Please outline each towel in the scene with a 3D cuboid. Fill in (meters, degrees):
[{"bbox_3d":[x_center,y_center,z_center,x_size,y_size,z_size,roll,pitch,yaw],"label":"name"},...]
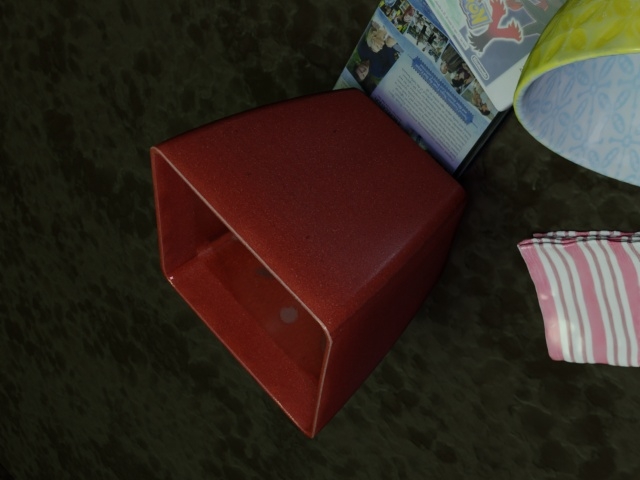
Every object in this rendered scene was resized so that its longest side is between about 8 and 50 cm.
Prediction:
[{"bbox_3d":[0.289,0.061,1.114,0.197,0.029,0.144,0,114,49],"label":"towel"}]

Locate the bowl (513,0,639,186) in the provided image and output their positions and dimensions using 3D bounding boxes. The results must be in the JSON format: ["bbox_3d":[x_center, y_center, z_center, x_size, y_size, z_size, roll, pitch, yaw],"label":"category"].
[{"bbox_3d":[0.299,-0.143,0.834,0.289,0.289,0.156,2,72,49],"label":"bowl"}]

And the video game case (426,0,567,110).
[{"bbox_3d":[0.171,-0.245,1.028,0.183,0.023,0.201,-37,83,44],"label":"video game case"}]

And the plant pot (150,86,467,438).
[{"bbox_3d":[0.000,0.000,1.208,0.267,0.235,0.267,46,156,20],"label":"plant pot"}]

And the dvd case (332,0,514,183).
[{"bbox_3d":[0.113,-0.164,1.175,0.180,0.022,0.253,49,141,13],"label":"dvd case"}]
